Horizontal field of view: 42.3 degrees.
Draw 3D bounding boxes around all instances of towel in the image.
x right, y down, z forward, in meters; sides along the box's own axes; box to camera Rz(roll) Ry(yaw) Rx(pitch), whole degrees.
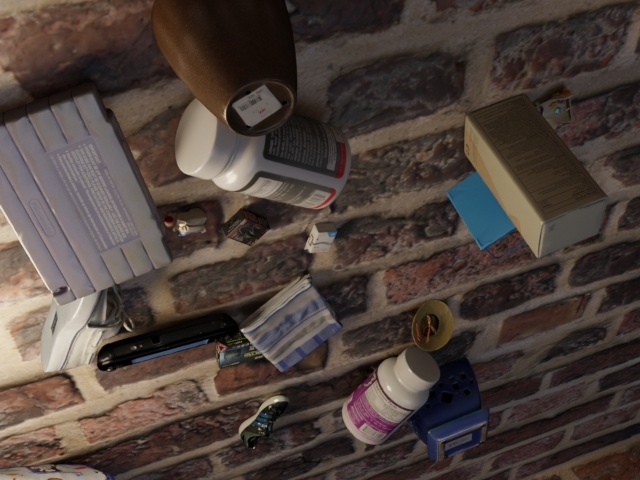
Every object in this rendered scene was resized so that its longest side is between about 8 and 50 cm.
[{"bbox_3d":[-0.064,0.209,2.010,0.209,0.034,0.285,-37,145,-4],"label":"towel"}]

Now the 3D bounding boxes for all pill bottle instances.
[{"bbox_3d":[-0.100,-0.156,1.454,0.283,0.161,0.161,11,131,-39],"label":"pill bottle"},{"bbox_3d":[0.206,0.441,2.382,0.169,0.169,0.301,9,133,-38],"label":"pill bottle"}]

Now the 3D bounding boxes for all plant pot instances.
[{"bbox_3d":[-0.123,-0.270,1.236,0.215,0.230,0.215,-15,143,-12],"label":"plant pot"},{"bbox_3d":[0.396,0.538,2.577,0.236,0.212,0.236,-20,145,-7],"label":"plant pot"}]

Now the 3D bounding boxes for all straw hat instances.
[{"bbox_3d":[0.287,0.229,2.246,0.144,0.145,0.061,1,178,-31],"label":"straw hat"}]

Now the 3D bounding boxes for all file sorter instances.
[{"bbox_3d":[0.384,-0.061,1.850,0.118,0.170,0.104,-35,147,14],"label":"file sorter"}]

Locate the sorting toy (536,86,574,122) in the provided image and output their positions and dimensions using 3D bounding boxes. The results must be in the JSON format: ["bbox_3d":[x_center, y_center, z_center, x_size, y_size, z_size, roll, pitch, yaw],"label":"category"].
[{"bbox_3d":[0.491,-0.281,1.744,0.075,0.045,0.083,-21,145,7],"label":"sorting toy"}]

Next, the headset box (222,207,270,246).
[{"bbox_3d":[-0.155,-0.028,1.694,0.062,0.032,0.083,-41,143,22],"label":"headset box"}]

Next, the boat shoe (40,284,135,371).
[{"bbox_3d":[-0.449,0.152,1.664,0.156,0.136,0.367,1,140,-31],"label":"boat shoe"}]

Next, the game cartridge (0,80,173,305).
[{"bbox_3d":[-0.409,-0.072,1.390,0.230,0.068,0.355,-23,125,-8],"label":"game cartridge"}]

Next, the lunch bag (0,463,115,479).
[{"bbox_3d":[-0.737,0.697,2.106,0.327,0.239,0.385,9,140,-35],"label":"lunch bag"}]

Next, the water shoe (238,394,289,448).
[{"bbox_3d":[-0.149,0.517,2.345,0.073,0.080,0.203,16,128,-43],"label":"water shoe"}]

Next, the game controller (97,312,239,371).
[{"bbox_3d":[-0.342,0.237,1.864,0.319,0.067,0.166,-14,161,-14],"label":"game controller"}]

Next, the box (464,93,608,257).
[{"bbox_3d":[0.421,-0.134,1.654,0.148,0.311,0.121,-20,144,-7],"label":"box"}]

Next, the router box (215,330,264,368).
[{"bbox_3d":[-0.195,0.263,2.033,0.122,0.038,0.092,-12,143,-17],"label":"router box"}]

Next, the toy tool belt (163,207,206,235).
[{"bbox_3d":[-0.263,-0.028,1.616,0.083,0.052,0.051,-11,134,-17],"label":"toy tool belt"}]

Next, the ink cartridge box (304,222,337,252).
[{"bbox_3d":[0.000,0.000,1.821,0.048,0.028,0.083,-4,140,-26],"label":"ink cartridge box"}]
